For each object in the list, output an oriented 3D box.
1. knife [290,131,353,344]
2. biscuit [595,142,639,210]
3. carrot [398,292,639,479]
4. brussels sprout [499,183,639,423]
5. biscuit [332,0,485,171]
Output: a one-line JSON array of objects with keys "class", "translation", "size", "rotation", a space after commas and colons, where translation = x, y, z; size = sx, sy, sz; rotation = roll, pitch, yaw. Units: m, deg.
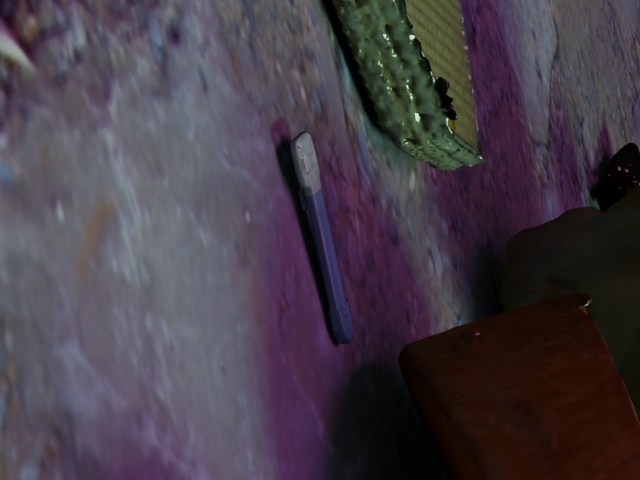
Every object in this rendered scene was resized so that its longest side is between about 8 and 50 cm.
[{"class": "knife", "translation": [0.000, 0.000, 0.849], "size": [0.027, 0.010, 0.096], "rotation": [-47, 125, -69]}, {"class": "biscuit", "translation": [0.279, 0.041, 1.586], "size": [0.151, 0.063, 0.235], "rotation": [-58, 130, -81]}, {"class": "carrot", "translation": [0.137, 0.163, 0.857], "size": [0.307, 0.100, 0.258], "rotation": [63, 1, 41]}, {"class": "brussels sprout", "translation": [0.264, 0.076, 1.124], "size": [0.274, 0.316, 0.242], "rotation": [3, 99, -50]}, {"class": "biscuit", "translation": [0.036, -0.165, 0.999], "size": [0.147, 0.046, 0.250], "rotation": [19, 60, -71]}]
